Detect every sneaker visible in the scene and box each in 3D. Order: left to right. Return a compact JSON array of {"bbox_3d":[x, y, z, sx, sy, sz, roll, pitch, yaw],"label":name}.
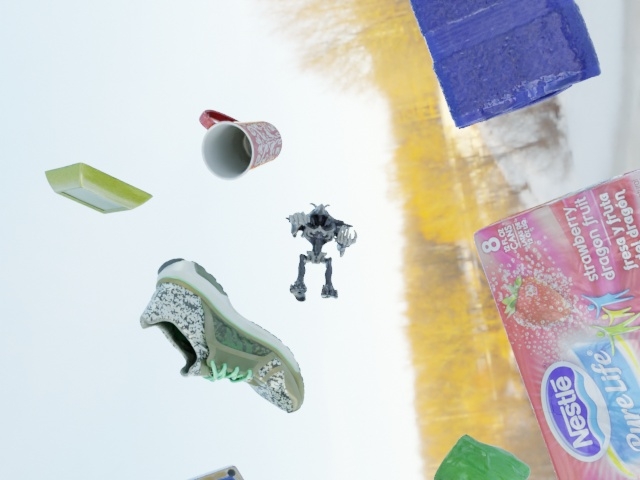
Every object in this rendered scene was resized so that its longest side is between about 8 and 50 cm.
[{"bbox_3d":[-0.211,0.234,1.654,0.410,0.158,0.182,44,-131,-10],"label":"sneaker"}]

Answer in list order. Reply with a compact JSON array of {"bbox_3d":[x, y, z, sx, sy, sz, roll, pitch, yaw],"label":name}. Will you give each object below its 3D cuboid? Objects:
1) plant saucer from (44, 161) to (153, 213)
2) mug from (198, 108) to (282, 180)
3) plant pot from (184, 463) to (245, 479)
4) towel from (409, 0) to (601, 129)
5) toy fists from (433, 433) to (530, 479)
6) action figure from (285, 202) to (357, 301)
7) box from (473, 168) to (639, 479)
[{"bbox_3d":[-0.503,-0.108,1.834,0.188,0.188,0.045,26,-110,-39],"label":"plant saucer"},{"bbox_3d":[-0.155,-0.205,1.636,0.169,0.113,0.150,-31,-77,-66],"label":"mug"},{"bbox_3d":[-0.240,0.631,1.744,0.236,0.236,0.212,51,134,35],"label":"plant pot"},{"bbox_3d":[0.254,-0.342,1.199,0.076,0.228,0.308,-32,-78,-63],"label":"towel"},{"bbox_3d":[0.223,0.444,1.281,0.279,0.142,0.096,-46,-37,-24],"label":"toy fists"},{"bbox_3d":[0.000,0.000,1.858,0.141,0.164,0.275,111,165,-54],"label":"action figure"},{"bbox_3d":[0.209,0.093,0.536,0.128,0.123,0.256,1,-111,-65],"label":"box"}]
